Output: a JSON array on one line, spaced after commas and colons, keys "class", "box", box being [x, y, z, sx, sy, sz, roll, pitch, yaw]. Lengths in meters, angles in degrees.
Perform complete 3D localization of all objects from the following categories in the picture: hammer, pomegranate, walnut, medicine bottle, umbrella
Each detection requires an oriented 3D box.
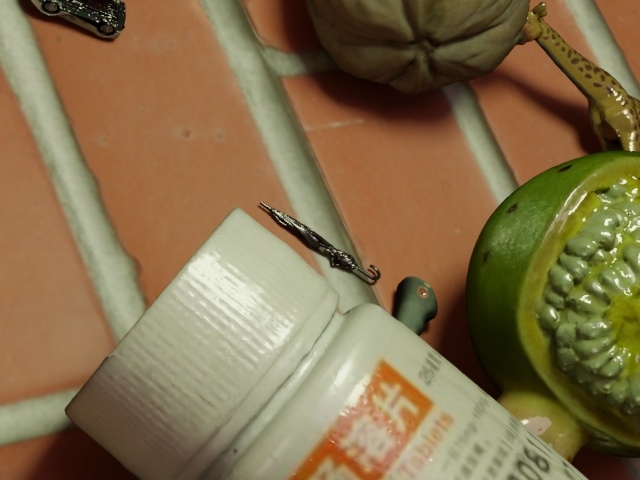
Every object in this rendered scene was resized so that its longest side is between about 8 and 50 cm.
[{"class": "hammer", "box": [0.047, 0.144, 1.500, 0.111, 0.033, 0.287, 31, 49, -11]}, {"class": "pomegranate", "box": [0.222, 0.079, 1.529, 0.260, 0.260, 0.340, 43, 77, 1]}, {"class": "walnut", "box": [0.088, -0.242, 1.674, 0.224, 0.224, 0.224, 15, 54, -22]}, {"class": "medicine bottle", "box": [0.021, 0.164, 1.313, 0.371, 0.211, 0.211, 39, 48, -3]}, {"class": "umbrella", "box": [-0.001, 0.002, 1.577, 0.122, 0.013, 0.022, 30, 37, -9]}]

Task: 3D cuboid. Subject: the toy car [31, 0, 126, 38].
[{"class": "toy car", "box": [-0.209, -0.202, 1.578, 0.093, 0.025, 0.041, 20, 50, -23]}]

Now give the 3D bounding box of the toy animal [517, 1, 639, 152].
[{"class": "toy animal", "box": [0.272, -0.117, 1.764, 0.149, 0.054, 0.275, -35, 99, -47]}]
